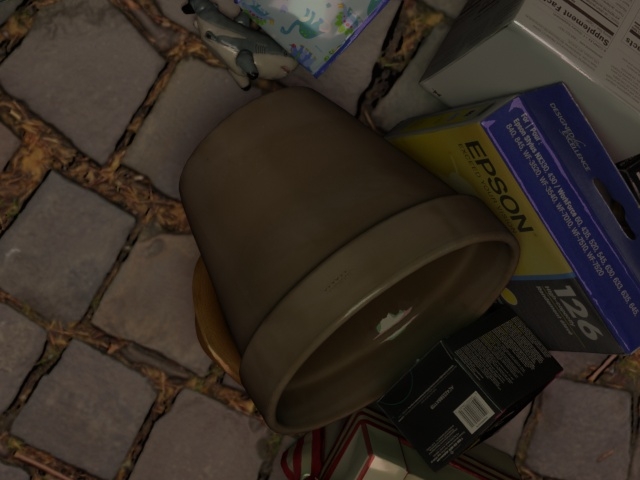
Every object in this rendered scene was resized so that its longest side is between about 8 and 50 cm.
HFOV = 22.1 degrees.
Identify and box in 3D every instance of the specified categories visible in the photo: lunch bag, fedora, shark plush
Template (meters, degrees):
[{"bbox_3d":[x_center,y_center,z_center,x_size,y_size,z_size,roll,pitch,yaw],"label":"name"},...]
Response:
[{"bbox_3d":[0.003,-0.277,1.771,0.129,0.096,0.151,41,109,-11],"label":"lunch bag"},{"bbox_3d":[-0.084,0.094,1.847,0.194,0.194,0.079,43,135,-12],"label":"fedora"},{"bbox_3d":[-0.099,-0.233,1.816,0.161,0.073,0.067,43,79,9],"label":"shark plush"}]

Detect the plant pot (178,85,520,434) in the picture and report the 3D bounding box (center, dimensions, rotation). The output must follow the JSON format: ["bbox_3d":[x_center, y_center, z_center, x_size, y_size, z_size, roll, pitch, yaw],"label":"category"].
[{"bbox_3d":[0.000,0.000,1.730,0.323,0.323,0.280,-41,70,8],"label":"plant pot"}]

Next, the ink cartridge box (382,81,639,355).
[{"bbox_3d":[0.229,-0.011,1.747,0.072,0.307,0.304,-38,103,-20],"label":"ink cartridge box"}]

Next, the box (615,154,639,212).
[{"bbox_3d":[0.441,-0.031,1.846,0.175,0.051,0.220,-33,105,-16],"label":"box"}]

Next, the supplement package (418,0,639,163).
[{"bbox_3d":[0.259,-0.190,1.701,0.204,0.262,0.145,34,74,-10],"label":"supplement package"}]

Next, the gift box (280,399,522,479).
[{"bbox_3d":[0.068,0.344,1.851,0.258,0.255,0.276,27,98,-11],"label":"gift box"}]

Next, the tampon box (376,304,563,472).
[{"bbox_3d":[0.166,0.161,1.791,0.101,0.161,0.120,50,123,13],"label":"tampon box"}]

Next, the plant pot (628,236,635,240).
[{"bbox_3d":[0.348,0.044,1.875,0.083,0.079,0.083,-1,103,-3],"label":"plant pot"}]
